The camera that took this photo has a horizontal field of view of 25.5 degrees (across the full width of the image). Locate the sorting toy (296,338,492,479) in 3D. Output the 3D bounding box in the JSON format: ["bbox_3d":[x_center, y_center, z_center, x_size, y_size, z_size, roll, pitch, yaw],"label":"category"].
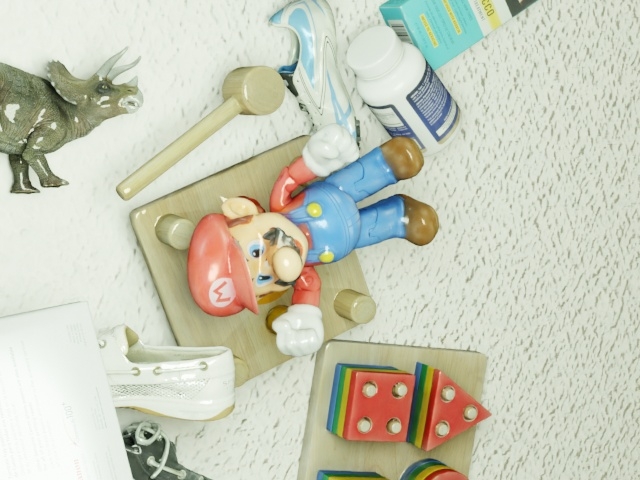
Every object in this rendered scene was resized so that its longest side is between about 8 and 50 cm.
[{"bbox_3d":[0.110,0.272,1.871,0.255,0.089,0.257,7,94,-28],"label":"sorting toy"}]

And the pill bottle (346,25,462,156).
[{"bbox_3d":[0.102,-0.189,1.773,0.094,0.094,0.169,-52,133,-11],"label":"pill bottle"}]

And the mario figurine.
[{"bbox_3d":[0.000,0.000,1.579,0.320,0.170,0.198,-26,74,-28],"label":"mario figurine"}]

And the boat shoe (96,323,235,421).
[{"bbox_3d":[-0.233,0.140,1.627,0.277,0.098,0.096,5,107,-1],"label":"boat shoe"}]

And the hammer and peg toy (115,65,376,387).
[{"bbox_3d":[-0.100,-0.015,1.700,0.266,0.127,0.361,-26,109,-20],"label":"hammer and peg toy"}]

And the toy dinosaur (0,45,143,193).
[{"bbox_3d":[-0.360,-0.137,1.572,0.313,0.121,0.160,2,85,-23],"label":"toy dinosaur"}]

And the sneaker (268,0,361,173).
[{"bbox_3d":[-0.004,-0.183,1.756,0.086,0.085,0.237,-17,107,-4],"label":"sneaker"}]

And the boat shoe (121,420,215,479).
[{"bbox_3d":[-0.216,0.268,1.692,0.306,0.113,0.105,38,74,-29],"label":"boat shoe"}]

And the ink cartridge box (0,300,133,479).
[{"bbox_3d":[-0.344,0.245,1.454,0.272,0.130,0.309,-10,77,-25],"label":"ink cartridge box"}]

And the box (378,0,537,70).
[{"bbox_3d":[0.201,-0.322,1.846,0.244,0.060,0.100,-36,112,-18],"label":"box"}]
